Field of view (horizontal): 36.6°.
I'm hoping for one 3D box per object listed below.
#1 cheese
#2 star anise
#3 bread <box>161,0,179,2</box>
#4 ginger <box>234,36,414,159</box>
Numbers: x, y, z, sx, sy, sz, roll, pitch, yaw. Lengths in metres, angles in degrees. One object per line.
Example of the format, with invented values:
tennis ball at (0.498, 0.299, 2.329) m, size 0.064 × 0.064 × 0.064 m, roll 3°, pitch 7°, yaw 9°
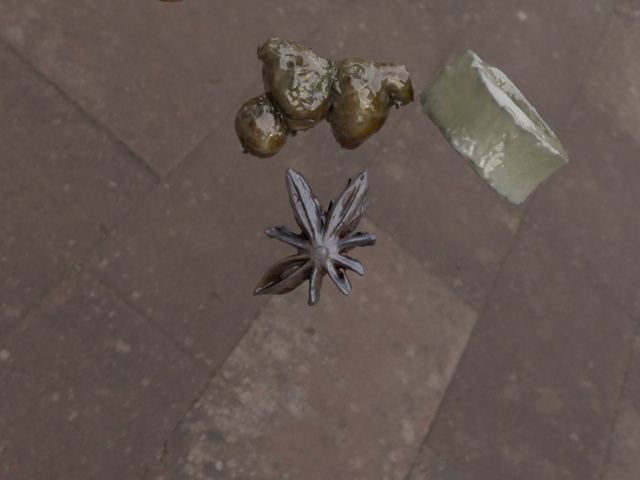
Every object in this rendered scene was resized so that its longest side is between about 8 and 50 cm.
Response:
cheese at (0.353, -0.246, 2.000) m, size 0.292 × 0.153 × 0.332 m, roll 27°, pitch 27°, yaw -44°
star anise at (0.002, -0.005, 1.670) m, size 0.198 × 0.258 × 0.110 m, roll 15°, pitch 6°, yaw 15°
bread at (-0.231, -0.533, 1.615) m, size 0.149 × 0.274 × 0.274 m, roll 34°, pitch 36°, yaw -48°
ginger at (0.008, -0.295, 2.000) m, size 0.375 × 0.256 × 0.176 m, roll -3°, pitch 25°, yaw -5°
